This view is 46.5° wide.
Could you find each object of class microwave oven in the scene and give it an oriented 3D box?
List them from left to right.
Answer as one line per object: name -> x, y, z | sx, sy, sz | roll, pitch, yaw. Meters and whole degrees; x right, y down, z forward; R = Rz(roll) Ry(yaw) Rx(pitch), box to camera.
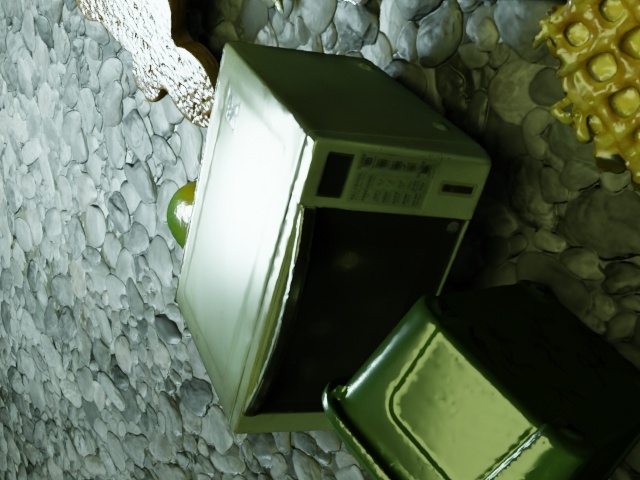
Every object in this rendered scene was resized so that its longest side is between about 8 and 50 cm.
microwave oven -> 0.000, 0.000, 0.935 | 0.333, 0.247, 0.394 | 54, 136, 48

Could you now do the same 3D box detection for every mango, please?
mango -> -0.180, -0.025, 1.260 | 0.251, 0.114, 0.156 | 32, 132, 51

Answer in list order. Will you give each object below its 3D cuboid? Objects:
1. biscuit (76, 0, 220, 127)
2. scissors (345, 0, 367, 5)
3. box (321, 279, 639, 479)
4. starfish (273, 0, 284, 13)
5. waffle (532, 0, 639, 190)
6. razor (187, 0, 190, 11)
biscuit -> -0.287, -0.369, 1.291 | 0.432, 0.064, 0.283 | 48, 147, 13
scissors -> 0.083, -0.388, 0.964 | 0.189, 0.015, 0.100 | -30, 75, 44
box -> 0.195, 0.171, 0.768 | 0.253, 0.328, 0.178 | 47, 120, 28
starfish -> -0.145, -0.501, 1.100 | 0.358, 0.078, 0.347 | 57, 162, -19
waffle -> 0.347, -0.173, 0.672 | 0.329, 0.062, 0.329 | 18, 123, 29
razor -> -0.300, -0.435, 1.337 | 0.190, 0.033, 0.066 | 8, 104, 45
